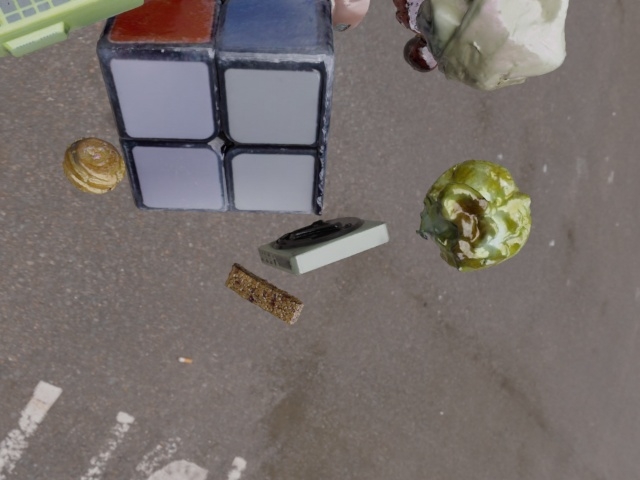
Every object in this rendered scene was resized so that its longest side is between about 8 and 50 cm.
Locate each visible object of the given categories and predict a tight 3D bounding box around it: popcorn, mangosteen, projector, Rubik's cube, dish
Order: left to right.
[{"bbox_3d":[-0.144,-0.250,0.956,0.316,0.313,0.318,94,-4,-48],"label":"Rubik's cube"},{"bbox_3d":[0.000,0.000,1.467,0.259,0.257,0.079,-20,102,-21],"label":"projector"},{"bbox_3d":[0.022,-0.628,1.504,0.090,0.213,0.213,-25,117,-31],"label":"dish"},{"bbox_3d":[0.344,-0.632,1.981,0.140,0.140,0.140,-13,107,-48],"label":"mangosteen"},{"bbox_3d":[0.246,-0.041,0.987,0.212,0.198,0.197,-3,100,-66],"label":"popcorn"}]

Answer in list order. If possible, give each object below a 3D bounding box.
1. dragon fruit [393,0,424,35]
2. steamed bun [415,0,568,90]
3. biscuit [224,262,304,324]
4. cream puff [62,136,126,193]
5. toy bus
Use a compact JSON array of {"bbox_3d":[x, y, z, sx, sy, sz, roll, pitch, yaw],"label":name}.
[{"bbox_3d":[0.208,-0.552,1.219,0.224,0.148,0.218,-6,135,-46],"label":"dragon fruit"},{"bbox_3d":[0.258,-0.385,0.968,0.268,0.207,0.280,-99,177,-58],"label":"steamed bun"},{"bbox_3d":[-0.130,0.121,1.354,0.034,0.199,0.064,-7,123,-65],"label":"biscuit"},{"bbox_3d":[-0.676,-0.217,1.763,0.189,0.129,0.189,23,43,-23],"label":"cream puff"},{"bbox_3d":[-0.271,-0.252,0.589,0.175,0.088,0.101,-27,103,-12],"label":"toy bus"}]
